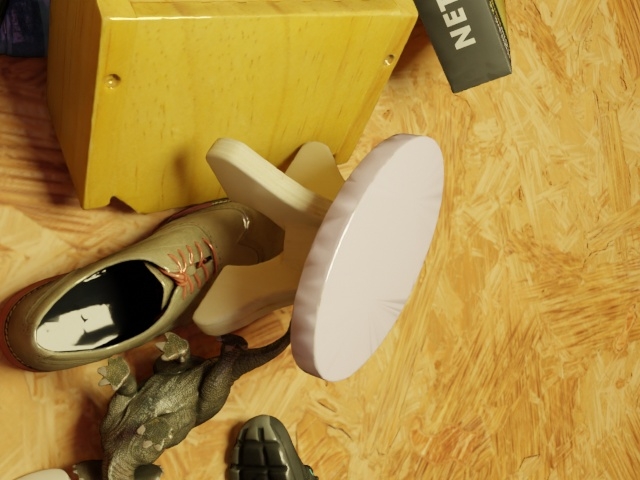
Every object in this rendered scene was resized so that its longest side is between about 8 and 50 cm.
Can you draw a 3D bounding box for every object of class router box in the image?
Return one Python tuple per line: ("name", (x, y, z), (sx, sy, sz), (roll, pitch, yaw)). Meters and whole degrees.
("router box", (0.150, -0.378, 0.826), (0.308, 0.081, 0.242), (56, 31, -34))

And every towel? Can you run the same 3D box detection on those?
("towel", (-0.275, -0.222, 0.689), (0.120, 0.029, 0.067), (-7, 94, -32))

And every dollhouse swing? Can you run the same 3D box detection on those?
("dollhouse swing", (-0.135, -0.259, 0.731), (0.347, 0.315, 0.305), (-16, 58, -35))

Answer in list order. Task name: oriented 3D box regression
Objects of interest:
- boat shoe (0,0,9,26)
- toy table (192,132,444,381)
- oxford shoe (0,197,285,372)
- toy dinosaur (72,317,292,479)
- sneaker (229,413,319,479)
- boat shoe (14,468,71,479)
("boat shoe", (-0.359, -0.179, 0.573), (0.120, 0.123, 0.323), (22, 85, -20))
("toy table", (0.000, 0.000, 0.684), (0.274, 0.161, 0.252), (-51, 140, -37))
("oxford shoe", (-0.149, 0.042, 0.701), (0.348, 0.130, 0.122), (-31, 102, -31))
("toy dinosaur", (-0.155, 0.169, 0.709), (0.121, 0.160, 0.313), (36, 53, 8))
("sneaker", (-0.031, 0.329, 0.810), (0.106, 0.101, 0.267), (-24, 102, -53))
("boat shoe", (-0.316, 0.299, 0.637), (0.184, 0.066, 0.063), (-41, 130, -33))
